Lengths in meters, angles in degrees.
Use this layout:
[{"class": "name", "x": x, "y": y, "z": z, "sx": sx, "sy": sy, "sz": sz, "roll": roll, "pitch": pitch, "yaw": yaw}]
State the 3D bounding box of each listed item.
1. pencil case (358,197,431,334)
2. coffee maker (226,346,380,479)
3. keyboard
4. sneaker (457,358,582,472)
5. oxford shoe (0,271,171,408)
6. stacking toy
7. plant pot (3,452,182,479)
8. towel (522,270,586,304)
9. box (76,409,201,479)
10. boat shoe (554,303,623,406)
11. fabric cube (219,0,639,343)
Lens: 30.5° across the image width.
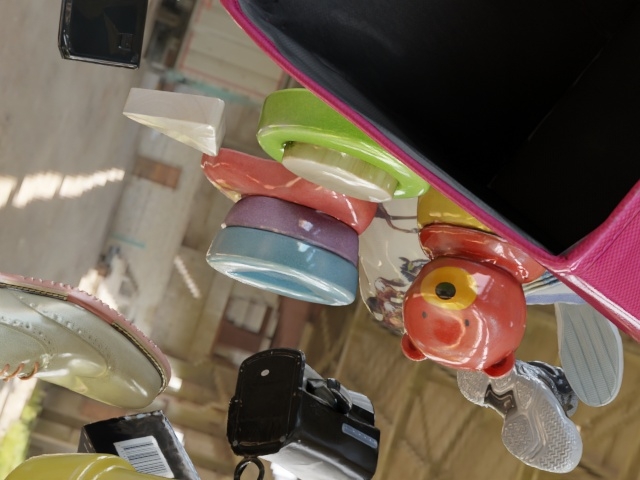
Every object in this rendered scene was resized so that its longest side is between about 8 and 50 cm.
[{"class": "pencil case", "x": 0.093, "y": -0.095, "z": 1.065, "sx": 0.184, "sy": 0.159, "sz": 0.410, "roll": -100, "pitch": 180, "yaw": -46}, {"class": "coffee maker", "x": -0.023, "y": 0.232, "z": 1.373, "sx": 0.120, "sy": 0.178, "sz": 0.171, "roll": 15, "pitch": -106, "yaw": 42}, {"class": "keyboard", "x": -0.204, "y": -0.349, "z": 1.296, "sx": 0.201, "sy": 0.033, "sz": 0.317, "roll": -1, "pitch": 102, "yaw": -56}, {"class": "sneaker", "x": 0.309, "y": 0.230, "z": 1.610, "sx": 0.268, "sy": 0.153, "sz": 0.101, "roll": 46, "pitch": -62, "yaw": 57}, {"class": "oxford shoe", "x": -0.352, "y": 0.115, "z": 1.271, "sx": 0.140, "sy": 0.397, "sz": 0.147, "roll": -48, "pitch": -155, "yaw": 41}, {"class": "stacking toy", "x": 0.000, "y": 0.000, "z": 0.898, "sx": 0.308, "sy": 0.279, "sz": 0.130, "roll": 7, "pitch": -105, "yaw": 38}, {"class": "plant pot", "x": -0.161, "y": 0.326, "z": 1.103, "sx": 0.254, "sy": 0.238, "sz": 0.254, "roll": -4, "pitch": 90, "yaw": -76}, {"class": "towel", "x": 0.363, "y": 0.026, "z": 1.347, "sx": 0.285, "sy": 0.209, "sz": 0.034, "roll": -25, "pitch": -108, "yaw": 44}, {"class": "box", "x": -0.224, "y": 0.334, "z": 1.401, "sx": 0.153, "sy": 0.108, "sz": 0.207, "roll": 53, "pitch": -42, "yaw": 41}, {"class": "boat shoe", "x": 0.354, "y": 0.103, "z": 1.555, "sx": 0.076, "sy": 0.083, "sz": 0.226, "roll": -3, "pitch": 81, "yaw": -67}, {"class": "fabric cube", "x": 0.161, "y": -0.102, "z": 0.527, "sx": 0.259, "sy": 0.258, "sz": 0.254, "roll": -51, "pitch": -133, "yaw": 7}]
